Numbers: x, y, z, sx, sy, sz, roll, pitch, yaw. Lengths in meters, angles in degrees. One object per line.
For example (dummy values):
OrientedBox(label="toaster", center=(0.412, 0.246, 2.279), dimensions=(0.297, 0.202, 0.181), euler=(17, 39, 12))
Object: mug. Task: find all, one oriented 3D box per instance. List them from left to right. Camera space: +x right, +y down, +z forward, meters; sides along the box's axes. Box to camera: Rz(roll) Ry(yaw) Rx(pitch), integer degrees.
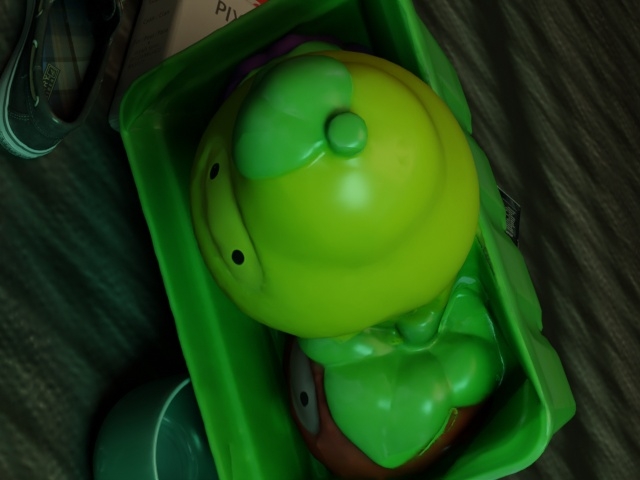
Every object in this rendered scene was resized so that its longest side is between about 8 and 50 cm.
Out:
OrientedBox(label="mug", center=(-0.109, 0.163, 1.090), dimensions=(0.158, 0.097, 0.129), euler=(-5, 82, -45))

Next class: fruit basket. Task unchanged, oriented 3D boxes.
OrientedBox(label="fruit basket", center=(0.000, 0.000, 0.983), dimensions=(0.392, 0.283, 0.392), euler=(43, 33, -37))

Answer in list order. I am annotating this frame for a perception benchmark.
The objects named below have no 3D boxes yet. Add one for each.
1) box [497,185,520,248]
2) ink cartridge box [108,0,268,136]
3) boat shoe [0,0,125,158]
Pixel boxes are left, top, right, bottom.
OrientedBox(label="box", center=(0.115, 0.025, 1.323), dimensions=(0.220, 0.051, 0.175), euler=(30, 64, -62))
OrientedBox(label="ink cartridge box", center=(-0.022, -0.148, 1.293), dimensions=(0.296, 0.066, 0.261), euler=(30, 59, -36))
OrientedBox(label="boat shoe", center=(-0.182, -0.168, 1.128), dimensions=(0.080, 0.076, 0.228), euler=(36, 55, -33))
